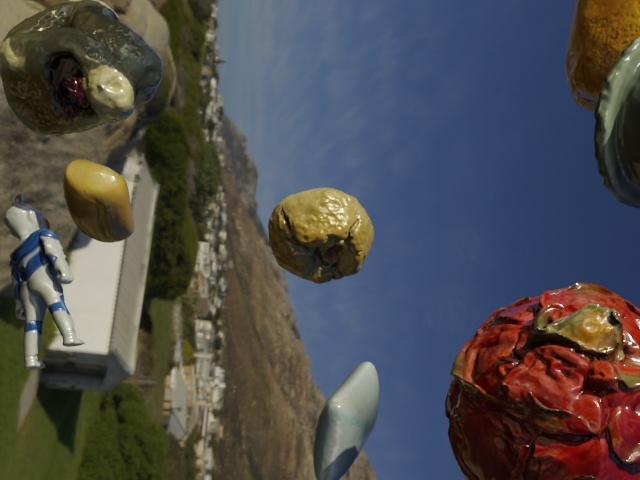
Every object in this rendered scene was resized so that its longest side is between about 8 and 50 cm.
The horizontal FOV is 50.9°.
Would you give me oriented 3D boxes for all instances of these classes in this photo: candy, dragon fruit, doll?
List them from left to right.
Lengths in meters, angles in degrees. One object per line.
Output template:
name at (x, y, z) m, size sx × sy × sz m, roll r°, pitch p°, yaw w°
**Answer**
doll at (-0.348, 0.037, 0.838) m, size 0.114 × 0.057 × 0.227 m, roll -32°, pitch -111°, yaw 31°
candy at (0.042, 0.272, 1.016) m, size 0.174 × 0.071 × 0.138 m, roll -31°, pitch 131°, yaw -67°
dragon fruit at (0.274, 0.194, 0.747) m, size 0.343 × 0.277 × 0.278 m, roll 66°, pitch 15°, yaw -49°

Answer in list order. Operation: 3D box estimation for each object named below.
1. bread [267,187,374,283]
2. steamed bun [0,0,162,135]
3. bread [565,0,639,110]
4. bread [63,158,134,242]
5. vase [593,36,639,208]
bread at (0.000, 0.000, 1.488) m, size 0.134 × 0.244 × 0.244 m, roll -99°, pitch -157°, yaw -46°
steamed bun at (-0.268, -0.199, 0.807) m, size 0.172 × 0.155 × 0.141 m, roll -47°, pitch 143°, yaw -38°
bread at (0.691, -0.439, 1.387) m, size 0.360 × 0.250 × 0.394 m, roll 5°, pitch -111°, yaw 32°
bread at (-0.476, -0.073, 1.436) m, size 0.217 × 0.147 × 0.098 m, roll 96°, pitch 13°, yaw -58°
vase at (0.503, -0.129, 0.762) m, size 0.291 × 0.245 × 0.245 m, roll 25°, pitch -74°, yaw 61°
